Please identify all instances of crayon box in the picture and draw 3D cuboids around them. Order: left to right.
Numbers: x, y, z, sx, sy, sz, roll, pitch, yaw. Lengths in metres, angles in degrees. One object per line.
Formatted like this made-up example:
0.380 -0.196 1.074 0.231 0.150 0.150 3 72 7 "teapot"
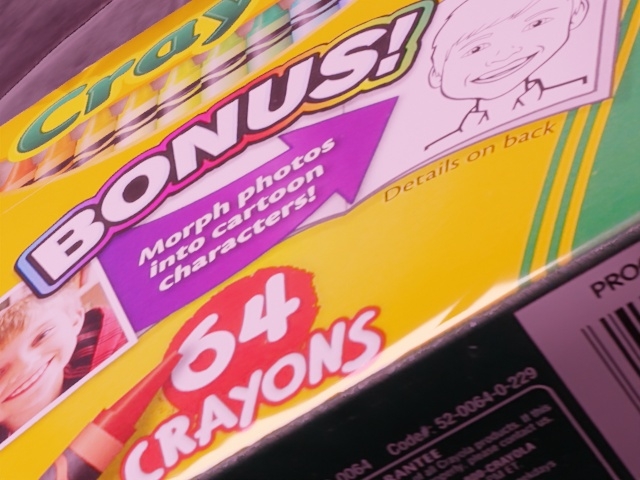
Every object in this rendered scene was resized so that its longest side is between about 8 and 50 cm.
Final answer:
0.000 0.000 0.560 0.363 0.106 0.313 -31 30 13 "crayon box"
